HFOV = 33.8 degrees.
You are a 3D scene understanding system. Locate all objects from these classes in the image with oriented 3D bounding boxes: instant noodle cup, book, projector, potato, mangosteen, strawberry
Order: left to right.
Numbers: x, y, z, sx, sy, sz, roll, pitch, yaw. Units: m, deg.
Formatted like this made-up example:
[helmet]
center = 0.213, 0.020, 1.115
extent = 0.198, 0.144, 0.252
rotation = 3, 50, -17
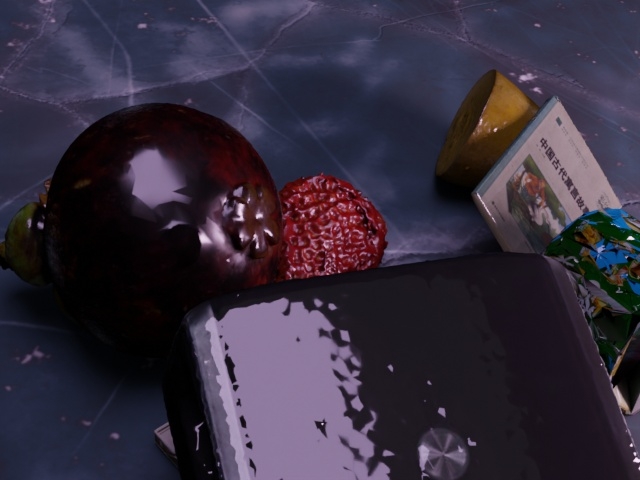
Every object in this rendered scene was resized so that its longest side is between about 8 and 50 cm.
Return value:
[mangosteen]
center = -0.218, -0.012, 1.284
extent = 0.359, 0.306, 0.306
rotation = -1, 35, 32
[strawberry]
center = 0.000, 0.000, 1.428
extent = 0.188, 0.106, 0.286
rotation = 8, 43, 1
[projector]
center = 0.084, 0.239, 1.030
extent = 0.405, 0.242, 0.395
rotation = -8, 65, -19
[potato]
center = 0.282, -0.147, 1.607
extent = 0.158, 0.178, 0.203
rotation = 29, 22, -3
[book]
center = 0.328, -0.056, 1.507
extent = 0.215, 0.025, 0.283
rotation = 56, 48, -16
[instant noodle cup]
center = 0.386, 0.077, 1.339
extent = 0.240, 0.240, 0.178
rotation = -19, 44, -27

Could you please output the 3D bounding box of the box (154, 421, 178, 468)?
[box]
center = -0.089, 0.261, 1.193
extent = 0.109, 0.029, 0.198
rotation = -28, 55, -33
